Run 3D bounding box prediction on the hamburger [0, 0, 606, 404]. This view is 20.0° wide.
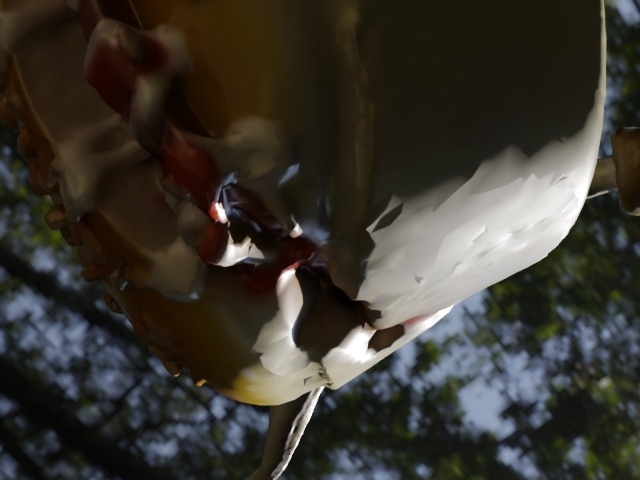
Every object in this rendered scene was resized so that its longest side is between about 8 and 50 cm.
[{"bbox_3d":[-0.033,-0.103,0.506,0.151,0.227,0.295,-19,-110,-9],"label":"hamburger"}]

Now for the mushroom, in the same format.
[{"bbox_3d":[0.042,0.040,0.895,0.306,0.068,0.043,-37,-160,16],"label":"mushroom"}]
